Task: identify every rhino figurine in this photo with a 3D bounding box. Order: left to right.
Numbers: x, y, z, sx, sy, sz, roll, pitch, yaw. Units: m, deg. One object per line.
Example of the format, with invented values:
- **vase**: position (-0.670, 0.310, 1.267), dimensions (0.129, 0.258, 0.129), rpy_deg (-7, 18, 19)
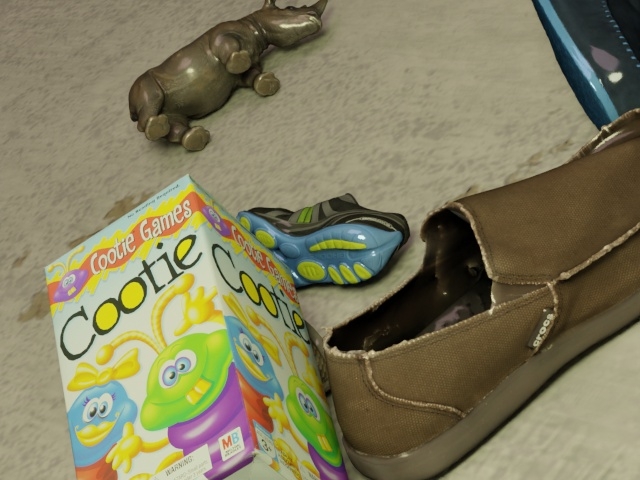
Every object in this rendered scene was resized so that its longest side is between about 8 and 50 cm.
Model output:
- **rhino figurine**: position (-0.091, -0.180, 1.972), dimensions (0.243, 0.073, 0.106), rpy_deg (-37, 34, -11)

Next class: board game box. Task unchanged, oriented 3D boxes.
- **board game box**: position (-0.089, 0.114, 1.413), dimensions (0.144, 0.142, 0.275), rpy_deg (-33, 42, 15)

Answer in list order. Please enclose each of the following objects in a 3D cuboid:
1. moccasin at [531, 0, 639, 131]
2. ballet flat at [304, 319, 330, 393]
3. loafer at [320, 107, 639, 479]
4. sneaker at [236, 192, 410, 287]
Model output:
- **moccasin**: position (0.240, -0.203, 1.648), dimensions (0.116, 0.138, 0.342), rpy_deg (-23, 33, 7)
- **ballet flat**: position (-0.066, 0.067, 1.596), dimensions (0.058, 0.084, 0.250), rpy_deg (-31, 36, -16)
- **loafer**: position (0.146, 0.018, 1.420), dimensions (0.366, 0.130, 0.134), rpy_deg (-43, 33, -17)
- **sneaker**: position (0.000, 0.000, 1.658), dimensions (0.188, 0.067, 0.078), rpy_deg (2, 24, 46)
